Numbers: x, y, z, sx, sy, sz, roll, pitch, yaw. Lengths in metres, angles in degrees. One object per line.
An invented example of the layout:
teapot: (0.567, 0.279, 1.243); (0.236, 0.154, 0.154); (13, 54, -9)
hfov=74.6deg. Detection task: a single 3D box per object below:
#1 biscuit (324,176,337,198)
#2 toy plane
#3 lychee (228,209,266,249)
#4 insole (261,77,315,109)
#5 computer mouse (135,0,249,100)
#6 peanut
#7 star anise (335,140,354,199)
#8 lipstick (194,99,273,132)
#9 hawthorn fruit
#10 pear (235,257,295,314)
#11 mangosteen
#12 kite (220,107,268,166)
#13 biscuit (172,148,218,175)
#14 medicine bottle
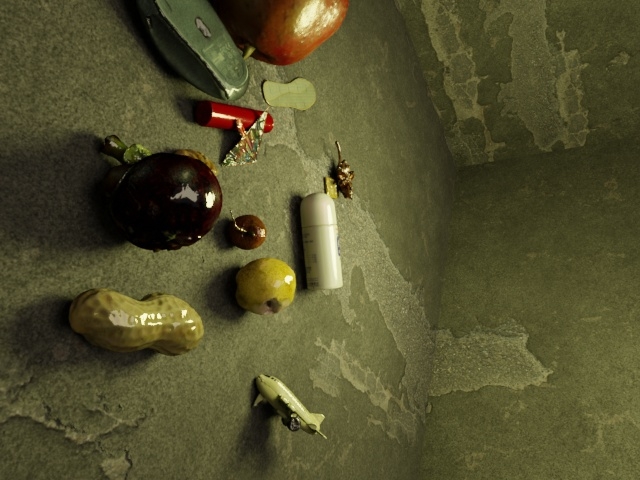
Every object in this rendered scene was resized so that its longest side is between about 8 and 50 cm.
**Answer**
biscuit: (0.043, -0.211, 1.698); (0.081, 0.018, 0.083); (0, 85, -58)
toy plane: (-0.095, 0.496, 1.248); (0.256, 0.242, 0.104); (34, 72, -8)
lychee: (-0.213, -0.024, 1.185); (0.114, 0.101, 0.140); (48, 22, 1)
insole: (-0.103, -0.533, 1.525); (0.348, 0.009, 0.119); (-29, 110, -56)
computer mouse: (-0.332, -0.515, 1.063); (0.374, 0.114, 0.203); (55, 45, -27)
peanut: (-0.375, 0.170, 0.885); (0.298, 0.120, 0.136); (25, 41, -53)
star anise: (0.099, -0.283, 1.743); (0.177, 0.073, 0.233); (-9, 95, -75)
lipstick: (-0.240, -0.355, 1.220); (0.280, 0.073, 0.073); (-17, 99, -59)
hawthorn fruit: (-0.130, -0.685, 1.201); (0.403, 0.403, 0.402); (14, 74, -57)
pear: (-0.160, 0.131, 1.195); (0.178, 0.178, 0.178); (14, 74, -57)
mangosteen: (-0.348, -0.115, 0.894); (0.289, 0.231, 0.231); (57, 36, -2)
kite: (-0.215, -0.294, 1.245); (0.232, 0.009, 0.189); (-54, 158, -17)
biscuit: (-0.330, -0.174, 1.062); (0.183, 0.061, 0.118); (-34, 113, -54)
medicine bottle: (0.000, 0.000, 1.495); (0.130, 0.130, 0.340); (-6, 90, -58)
